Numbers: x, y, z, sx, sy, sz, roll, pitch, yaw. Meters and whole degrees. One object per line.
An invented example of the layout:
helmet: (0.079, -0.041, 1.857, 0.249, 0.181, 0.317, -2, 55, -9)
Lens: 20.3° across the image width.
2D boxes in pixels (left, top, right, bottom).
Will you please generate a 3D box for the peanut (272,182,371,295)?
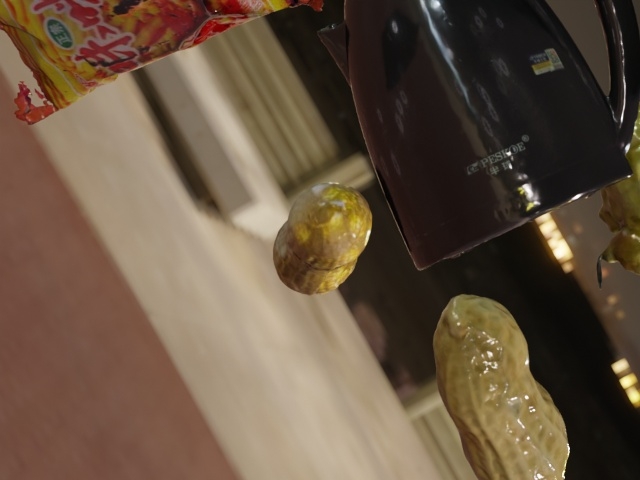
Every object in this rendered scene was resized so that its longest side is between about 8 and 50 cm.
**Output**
peanut: (0.000, 0.000, 1.773, 0.087, 0.087, 0.207, 62, -15, 12)

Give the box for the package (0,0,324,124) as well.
package: (-0.155, -0.215, 1.429, 0.223, 0.288, 0.108, 63, 10, -50)

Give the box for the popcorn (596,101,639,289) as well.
popcorn: (0.364, -0.058, 1.983, 0.168, 0.173, 0.195, 157, -80, -75)

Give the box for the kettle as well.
kettle: (0.152, -0.155, 1.586, 0.290, 0.268, 0.207, 67, 10, 3)

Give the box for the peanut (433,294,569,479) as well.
peanut: (0.227, 0.207, 2.295, 0.147, 0.147, 0.305, -106, 170, -65)
